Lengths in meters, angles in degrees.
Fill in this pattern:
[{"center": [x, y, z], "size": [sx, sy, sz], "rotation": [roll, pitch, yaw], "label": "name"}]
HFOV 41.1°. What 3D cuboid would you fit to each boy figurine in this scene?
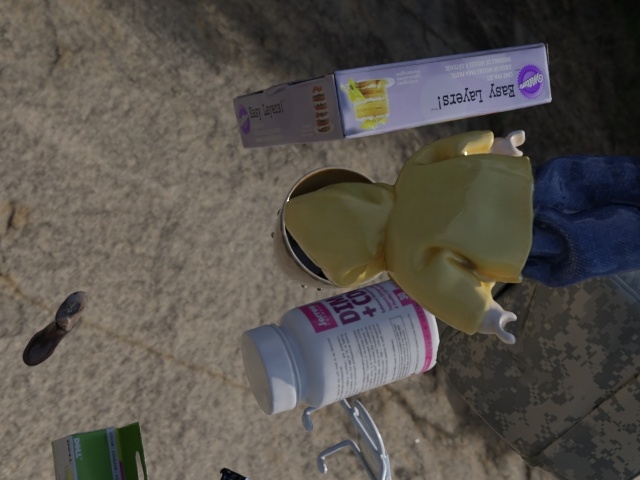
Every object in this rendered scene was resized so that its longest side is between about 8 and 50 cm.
[{"center": [0.113, -0.004, 0.634], "size": [0.092, 0.285, 0.177], "rotation": [64, 25, -56], "label": "boy figurine"}]

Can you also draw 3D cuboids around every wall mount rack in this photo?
[{"center": [0.078, 0.473, 1.633], "size": [0.304, 0.130, 0.350], "rotation": [56, -13, 38], "label": "wall mount rack"}]

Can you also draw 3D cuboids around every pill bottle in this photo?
[{"center": [0.029, 0.168, 1.348], "size": [0.283, 0.160, 0.160], "rotation": [-15, 72, -20], "label": "pill bottle"}]

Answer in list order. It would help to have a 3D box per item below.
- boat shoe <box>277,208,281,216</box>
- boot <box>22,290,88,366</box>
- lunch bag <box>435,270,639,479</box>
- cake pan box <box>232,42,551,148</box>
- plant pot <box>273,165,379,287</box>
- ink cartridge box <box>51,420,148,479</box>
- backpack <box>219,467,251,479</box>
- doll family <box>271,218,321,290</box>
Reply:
[{"center": [-0.054, -0.075, 2.042], "size": [0.038, 0.125, 0.046], "rotation": [26, 62, -57], "label": "boat shoe"}, {"center": [-0.362, 0.120, 1.165], "size": [0.037, 0.114, 0.106], "rotation": [40, 63, -7], "label": "boot"}, {"center": [0.311, 0.114, 1.002], "size": [0.256, 0.305, 0.212], "rotation": [34, 38, -4], "label": "lunch bag"}, {"center": [0.064, -0.150, 0.909], "size": [0.246, 0.267, 0.070], "rotation": [-11, 98, -26], "label": "cake pan box"}, {"center": [0.000, 0.000, 1.733], "size": [0.237, 0.254, 0.237], "rotation": [5, 75, -18], "label": "plant pot"}, {"center": [-0.392, 0.430, 1.524], "size": [0.097, 0.255, 0.188], "rotation": [-3, 75, -32], "label": "ink cartridge box"}, {"center": [-0.157, 0.489, 1.561], "size": [0.105, 0.084, 0.114], "rotation": [73, 39, -63], "label": "backpack"}, {"center": [-0.052, 0.034, 2.035], "size": [0.193, 0.111, 0.076], "rotation": [43, 69, -12], "label": "doll family"}]
